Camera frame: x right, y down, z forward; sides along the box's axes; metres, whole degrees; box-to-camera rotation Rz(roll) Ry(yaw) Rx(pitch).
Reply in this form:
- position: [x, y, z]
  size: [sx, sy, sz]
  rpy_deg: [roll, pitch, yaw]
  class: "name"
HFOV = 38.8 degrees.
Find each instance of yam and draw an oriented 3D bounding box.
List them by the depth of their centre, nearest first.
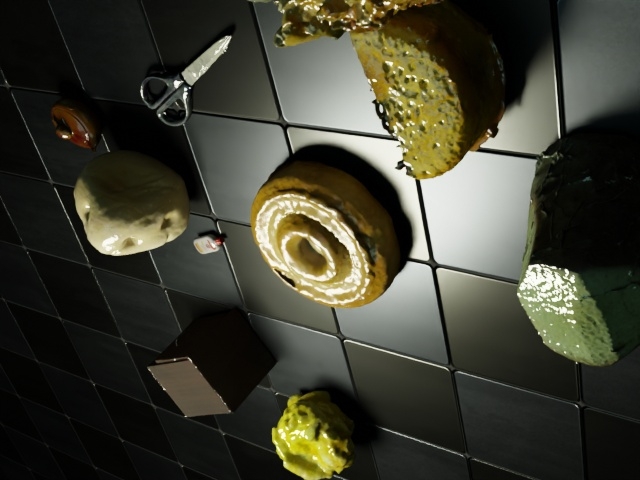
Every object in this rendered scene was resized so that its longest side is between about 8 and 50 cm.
- position: [0.361, 0.009, 1.177]
  size: [0.201, 0.271, 0.202]
  rpy_deg: [-13, 123, 45]
  class: "yam"

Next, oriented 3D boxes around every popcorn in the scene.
- position: [-0.009, 0.428, 1.997]
  size: [0.197, 0.155, 0.198]
  rpy_deg: [9, 115, 21]
  class: "popcorn"

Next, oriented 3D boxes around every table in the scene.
- position: [-0.249, 0.273, 2.036]
  size: [0.193, 0.169, 0.172]
  rpy_deg: [-16, 114, 49]
  class: "table"

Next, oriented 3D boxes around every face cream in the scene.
- position: [-0.228, 0.006, 1.882]
  size: [0.083, 0.021, 0.040]
  rpy_deg: [-13, 117, 46]
  class: "face cream"

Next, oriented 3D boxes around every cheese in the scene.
- position: [-0.376, -0.073, 1.791]
  size: [0.235, 0.218, 0.117]
  rpy_deg: [13, 142, 2]
  class: "cheese"

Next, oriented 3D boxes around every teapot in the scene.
- position: [-0.497, -0.230, 1.846]
  size: [0.129, 0.078, 0.098]
  rpy_deg: [39, 142, 4]
  class: "teapot"

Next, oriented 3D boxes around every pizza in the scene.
- position: [0.106, -0.318, 1.099]
  size: [0.258, 0.268, 0.087]
  rpy_deg: [-8, 108, 50]
  class: "pizza"

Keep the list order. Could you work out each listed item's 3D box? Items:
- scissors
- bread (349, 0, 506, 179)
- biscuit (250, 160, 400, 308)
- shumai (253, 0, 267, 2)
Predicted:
- position: [-0.230, -0.292, 1.603]
  size: [0.109, 0.022, 0.300]
  rpy_deg: [47, 141, -11]
  class: "scissors"
- position: [0.161, -0.218, 1.227]
  size: [0.147, 0.160, 0.261]
  rpy_deg: [-7, 115, 37]
  class: "bread"
- position: [0.000, 0.000, 1.619]
  size: [0.296, 0.102, 0.296]
  rpy_deg: [22, 135, 23]
  class: "biscuit"
- position: [-0.025, -0.423, 1.093]
  size: [0.222, 0.272, 0.204]
  rpy_deg: [-18, 113, 46]
  class: "shumai"
